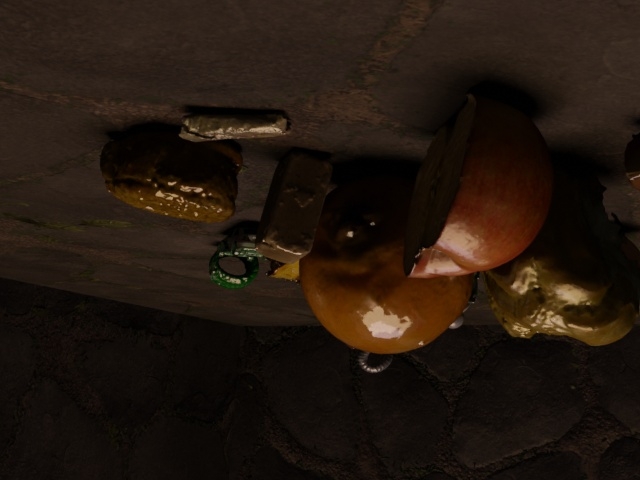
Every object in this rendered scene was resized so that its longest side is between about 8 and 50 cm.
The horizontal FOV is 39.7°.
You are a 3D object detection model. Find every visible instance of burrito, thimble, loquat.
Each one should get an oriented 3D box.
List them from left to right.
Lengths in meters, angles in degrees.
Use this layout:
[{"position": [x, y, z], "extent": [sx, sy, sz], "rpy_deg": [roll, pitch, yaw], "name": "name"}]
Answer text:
[{"position": [-0.234, 0.069, 2.373], "extent": [0.130, 0.118, 0.090], "rpy_deg": [-11, 170, -20], "name": "thimble"}, {"position": [-0.130, -0.174, 1.343], "extent": [0.171, 0.042, 0.051], "rpy_deg": [2, 158, 3], "name": "burrito"}, {"position": [0.117, 0.042, 1.607], "extent": [0.328, 0.328, 0.328], "rpy_deg": [4, 168, 1], "name": "loquat"}]

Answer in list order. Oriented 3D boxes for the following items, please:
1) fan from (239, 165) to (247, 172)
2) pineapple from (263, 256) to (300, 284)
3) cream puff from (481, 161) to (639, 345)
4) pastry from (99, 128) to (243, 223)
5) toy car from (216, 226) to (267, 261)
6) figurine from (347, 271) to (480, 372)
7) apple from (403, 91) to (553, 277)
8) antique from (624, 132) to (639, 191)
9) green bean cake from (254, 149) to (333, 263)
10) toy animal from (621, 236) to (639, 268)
[{"position": [-0.167, -0.135, 1.631], "extent": [0.060, 0.003, 0.080], "rpy_deg": [-3, 167, 26], "name": "fan"}, {"position": [-0.003, -0.004, 1.977], "extent": [0.334, 0.158, 0.161], "rpy_deg": [11, 128, -50], "name": "pineapple"}, {"position": [0.369, 0.045, 1.491], "extent": [0.270, 0.323, 0.274], "rpy_deg": [-34, 162, 36], "name": "cream puff"}, {"position": [-0.253, -0.101, 1.507], "extent": [0.235, 0.132, 0.240], "rpy_deg": [3, 167, -2], "name": "pastry"}, {"position": [-0.184, 0.008, 2.159], "extent": [0.090, 0.076, 0.224], "rpy_deg": [7, 176, -22], "name": "toy car"}, {"position": [0.202, 0.111, 1.991], "extent": [0.382, 0.261, 0.186], "rpy_deg": [-19, 159, -34], "name": "figurine"}, {"position": [0.234, -0.058, 1.257], "extent": [0.163, 0.251, 0.293], "rpy_deg": [14, 168, -4], "name": "apple"}, {"position": [0.569, -0.078, 1.320], "extent": [0.310, 0.093, 0.087], "rpy_deg": [27, 150, -34], "name": "antique"}, {"position": [-0.048, -0.057, 1.526], "extent": [0.085, 0.179, 0.109], "rpy_deg": [20, 166, -15], "name": "green bean cake"}, {"position": [0.612, 0.053, 1.925], "extent": [0.171, 0.171, 0.198], "rpy_deg": [6, 172, -10], "name": "toy animal"}]
